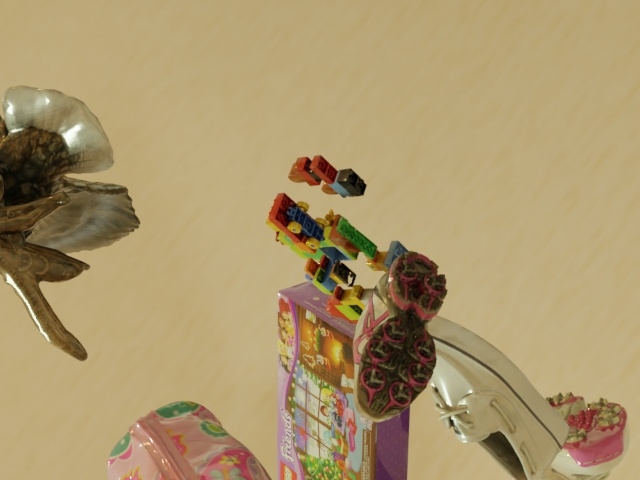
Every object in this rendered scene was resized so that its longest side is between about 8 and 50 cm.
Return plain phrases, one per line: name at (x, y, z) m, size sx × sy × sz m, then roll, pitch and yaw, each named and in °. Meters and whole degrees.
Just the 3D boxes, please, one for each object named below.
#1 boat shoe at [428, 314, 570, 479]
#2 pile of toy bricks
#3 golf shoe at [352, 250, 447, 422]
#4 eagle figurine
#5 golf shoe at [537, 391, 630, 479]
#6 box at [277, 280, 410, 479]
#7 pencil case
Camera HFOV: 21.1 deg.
boat shoe at (0.164, 0.171, 1.811) m, size 0.096 × 0.088 × 0.267 m, roll 13°, pitch 156°, yaw 45°
pile of toy bricks at (0.000, 0.000, 1.810) m, size 0.105 × 0.118 × 0.212 m, roll -4°, pitch 145°, yaw 41°
golf shoe at (0.062, 0.098, 1.527) m, size 0.067 × 0.186 × 0.086 m, roll 31°, pitch 133°, yaw -9°
eagle figurine at (-0.280, -0.043, 1.500) m, size 0.298 × 0.225 × 0.226 m, roll -97°, pitch 3°, yaw -71°
golf shoe at (0.318, 0.265, 2.073) m, size 0.306 × 0.115 × 0.140 m, roll 180°, pitch 71°, yaw -85°
box at (0.025, 0.220, 2.121) m, size 0.201 × 0.057 × 0.293 m, roll 30°, pitch 128°, yaw 46°
pencil case at (-0.085, 0.242, 1.452) m, size 0.124 × 0.124 × 0.284 m, roll 43°, pitch 180°, yaw -32°
